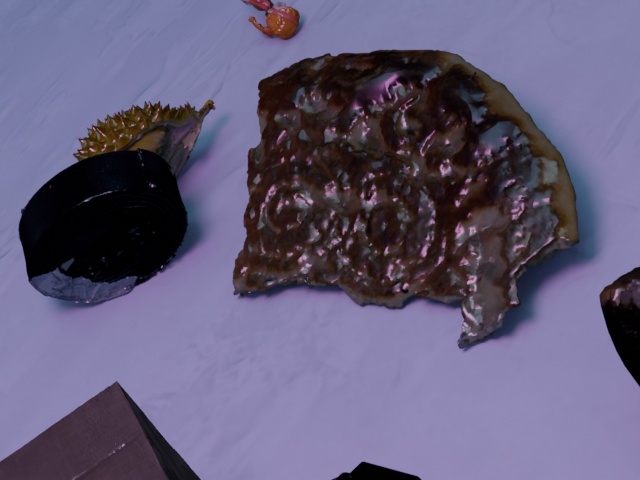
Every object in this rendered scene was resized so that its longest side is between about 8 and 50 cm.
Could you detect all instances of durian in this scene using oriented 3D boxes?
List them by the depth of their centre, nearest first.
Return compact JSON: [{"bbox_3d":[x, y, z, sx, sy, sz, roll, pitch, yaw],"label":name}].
[{"bbox_3d":[-0.206,-0.112,1.619,0.208,0.146,0.102,-37,70,-19],"label":"durian"}]

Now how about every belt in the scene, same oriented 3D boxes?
[{"bbox_3d":[-0.238,-0.012,1.545,0.198,0.151,0.078,-33,46,12],"label":"belt"}]

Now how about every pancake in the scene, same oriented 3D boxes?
[{"bbox_3d":[0.083,-0.054,1.443,0.427,0.067,0.304,11,76,35],"label":"pancake"}]

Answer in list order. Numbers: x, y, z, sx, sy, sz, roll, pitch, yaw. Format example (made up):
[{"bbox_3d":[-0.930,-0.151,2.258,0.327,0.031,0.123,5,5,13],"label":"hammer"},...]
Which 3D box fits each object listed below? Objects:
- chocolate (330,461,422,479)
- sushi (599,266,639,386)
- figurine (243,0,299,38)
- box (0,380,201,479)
[{"bbox_3d":[0.010,0.263,1.174,0.133,0.156,0.156,-13,43,44],"label":"chocolate"},{"bbox_3d":[0.354,0.081,1.094,0.200,0.204,0.213,-27,3,-33],"label":"sushi"},{"bbox_3d":[-0.072,-0.286,1.769,0.109,0.064,0.047,35,97,30],"label":"figurine"},{"bbox_3d":[-0.155,0.261,1.182,0.149,0.231,0.155,-35,42,-4],"label":"box"}]
